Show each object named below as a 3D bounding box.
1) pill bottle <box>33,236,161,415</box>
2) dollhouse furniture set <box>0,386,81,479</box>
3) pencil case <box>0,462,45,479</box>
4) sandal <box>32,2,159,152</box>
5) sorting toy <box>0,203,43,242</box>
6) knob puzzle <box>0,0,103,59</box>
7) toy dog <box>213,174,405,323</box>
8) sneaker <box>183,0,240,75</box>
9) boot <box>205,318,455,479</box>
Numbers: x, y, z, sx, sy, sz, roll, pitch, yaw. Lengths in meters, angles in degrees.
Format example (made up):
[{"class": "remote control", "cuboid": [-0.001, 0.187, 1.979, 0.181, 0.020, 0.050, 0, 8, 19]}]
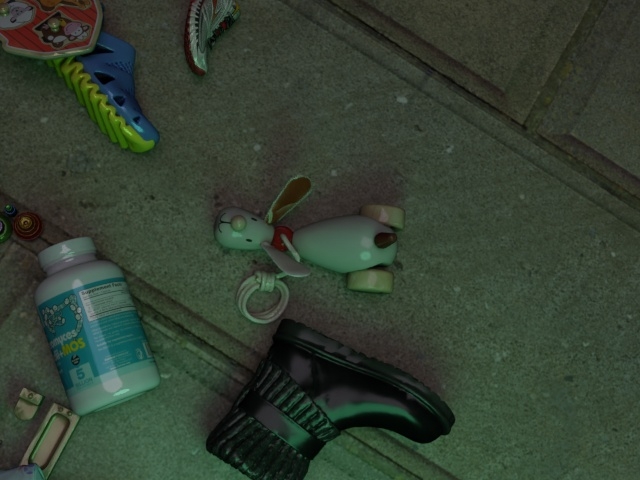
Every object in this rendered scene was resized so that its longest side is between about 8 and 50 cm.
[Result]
[{"class": "pill bottle", "cuboid": [-0.362, 0.132, 1.421, 0.146, 0.146, 0.264, -20, 82, -13]}, {"class": "dollhouse furniture set", "cuboid": [-0.474, 0.299, 1.377, 0.151, 0.123, 0.144, 27, 75, -3]}, {"class": "pencil case", "cuboid": [-0.531, 0.408, 1.301, 0.273, 0.113, 0.124, -11, 89, -12]}, {"class": "sandal", "cuboid": [-0.368, -0.293, 1.525, 0.138, 0.126, 0.317, -36, 88, -19]}, {"class": "sorting toy", "cuboid": [-0.513, -0.030, 1.482, 0.102, 0.042, 0.061, -5, 79, -10]}, {"class": "knob puzzle", "cuboid": [-0.444, -0.370, 1.467, 0.213, 0.030, 0.213, 3, 60, -5]}, {"class": "toy dog", "cuboid": [0.000, 0.000, 1.501, 0.333, 0.161, 0.220, -12, 80, -12]}, {"class": "sneaker", "cuboid": [-0.190, -0.399, 1.591, 0.092, 0.088, 0.225, 11, 77, -9]}, {"class": "boot", "cuboid": [0.017, 0.312, 1.451, 0.348, 0.131, 0.260, 25, 68, 7]}]
